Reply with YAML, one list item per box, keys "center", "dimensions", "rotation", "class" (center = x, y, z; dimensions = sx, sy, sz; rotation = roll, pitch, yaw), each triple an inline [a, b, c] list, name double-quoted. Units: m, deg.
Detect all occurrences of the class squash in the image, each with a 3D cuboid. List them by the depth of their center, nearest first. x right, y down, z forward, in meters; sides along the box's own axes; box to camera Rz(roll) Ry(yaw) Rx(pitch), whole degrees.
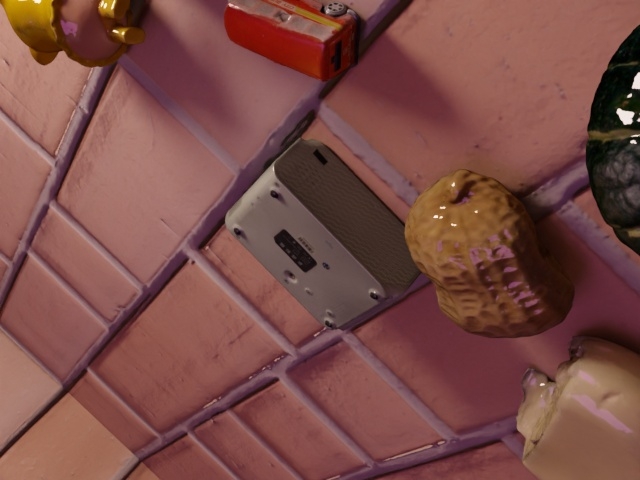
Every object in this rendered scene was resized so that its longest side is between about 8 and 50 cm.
- center: [0.348, -0.085, 0.767]
  dimensions: [0.252, 0.252, 0.165]
  rotation: [47, -171, -8]
  class: "squash"

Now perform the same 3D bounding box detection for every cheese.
- center: [0.364, 0.244, 1.219]
  dimensions: [0.233, 0.127, 0.266]
  rotation: [36, 144, 15]
  class: "cheese"

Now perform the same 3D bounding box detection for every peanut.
- center: [0.202, 0.021, 1.146]
  dimensions: [0.197, 0.110, 0.233]
  rotation: [-8, 124, 49]
  class: "peanut"

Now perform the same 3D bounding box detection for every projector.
- center: [0.000, 0.000, 1.327]
  dimensions: [0.250, 0.108, 0.198]
  rotation: [45, 147, -5]
  class: "projector"

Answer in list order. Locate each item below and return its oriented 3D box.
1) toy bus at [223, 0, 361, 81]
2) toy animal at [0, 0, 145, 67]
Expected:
- center: [-0.040, -0.254, 1.111]
  dimensions: [0.174, 0.077, 0.079]
  rotation: [27, 143, 21]
  class: "toy bus"
- center: [-0.348, -0.315, 1.304]
  dimensions: [0.230, 0.156, 0.156]
  rotation: [10, 135, 34]
  class: "toy animal"
